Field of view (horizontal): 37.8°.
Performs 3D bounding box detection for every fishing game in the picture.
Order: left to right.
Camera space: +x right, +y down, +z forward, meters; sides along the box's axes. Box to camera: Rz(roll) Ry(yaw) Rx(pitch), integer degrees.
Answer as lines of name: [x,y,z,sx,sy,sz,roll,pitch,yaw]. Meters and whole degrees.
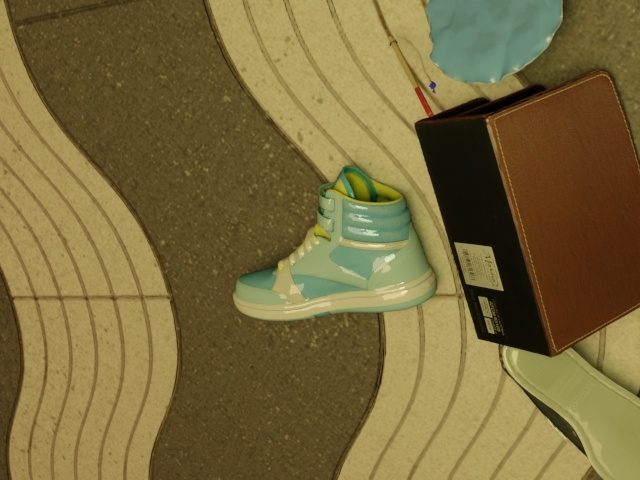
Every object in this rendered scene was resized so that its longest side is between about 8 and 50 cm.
fishing game: [0.210,-0.275,1.138,0.264,0.041,0.189,-36,60,22]

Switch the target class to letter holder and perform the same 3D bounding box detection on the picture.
letter holder: [0.282,-0.042,1.178,0.152,0.214,0.301,7,118,62]

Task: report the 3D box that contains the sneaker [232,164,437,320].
sneaker: [0.000,0.000,1.358,0.319,0.127,0.208,-8,108,22]

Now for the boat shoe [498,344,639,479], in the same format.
boat shoe: [0.366,0.227,1.264,0.114,0.091,0.302,-41,85,2]
